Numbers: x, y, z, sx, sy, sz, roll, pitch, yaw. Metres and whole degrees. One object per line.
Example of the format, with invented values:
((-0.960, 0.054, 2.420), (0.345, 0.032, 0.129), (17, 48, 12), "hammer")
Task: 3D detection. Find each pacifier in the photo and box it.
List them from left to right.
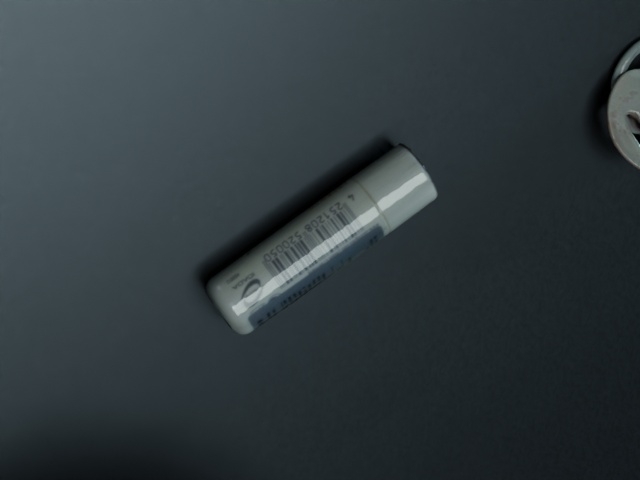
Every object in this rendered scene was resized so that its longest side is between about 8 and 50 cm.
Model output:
((0.219, -0.087, 0.839), (0.099, 0.078, 0.081), (-34, 97, -7), "pacifier")

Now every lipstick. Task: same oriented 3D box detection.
((0.000, 0.000, 0.799), (0.141, 0.040, 0.040), (-36, 118, -8), "lipstick")
